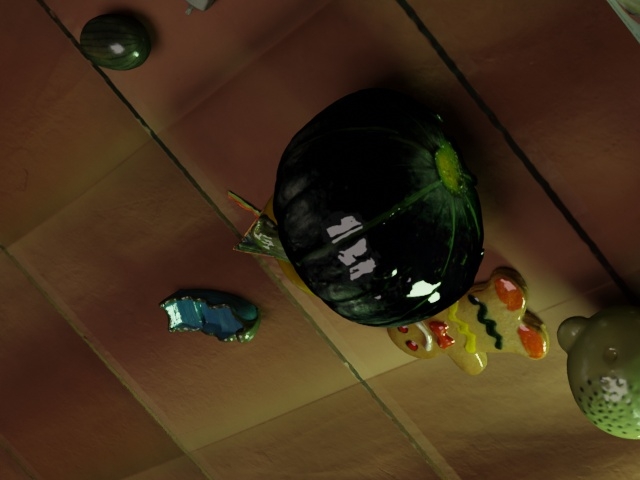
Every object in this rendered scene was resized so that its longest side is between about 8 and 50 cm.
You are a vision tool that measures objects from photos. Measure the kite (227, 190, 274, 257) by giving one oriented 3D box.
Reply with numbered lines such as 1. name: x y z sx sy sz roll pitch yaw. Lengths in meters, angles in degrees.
1. kite: -0.074 -0.022 1.808 0.159 0.010 0.190 41 135 1

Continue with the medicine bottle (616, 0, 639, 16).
1. medicine bottle: 0.351 -0.297 1.169 0.147 0.143 0.147 52 156 34

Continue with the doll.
1. doll: 0.429 0.158 1.505 0.261 0.161 0.177 -6 122 34

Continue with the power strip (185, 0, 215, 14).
1. power strip: -0.139 -0.355 1.565 0.047 0.030 0.191 38 136 3

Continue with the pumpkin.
1. pumpkin: 0.052 -0.021 1.509 0.296 0.296 0.296 18 133 21

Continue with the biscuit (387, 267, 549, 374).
1. biscuit: 0.196 0.122 1.724 0.250 0.036 0.165 -11 116 40

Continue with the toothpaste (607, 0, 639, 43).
1. toothpaste: 0.377 -0.218 1.307 0.100 0.066 0.323 -30 109 40

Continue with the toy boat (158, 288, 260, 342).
1. toy boat: -0.172 0.127 1.946 0.185 0.077 0.075 6 127 30

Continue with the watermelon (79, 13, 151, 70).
1. watermelon: -0.284 -0.274 1.698 0.111 0.078 0.078 13 130 27

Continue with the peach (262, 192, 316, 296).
1. peach: 0.000 0.000 1.695 0.179 0.103 0.179 27 144 22
